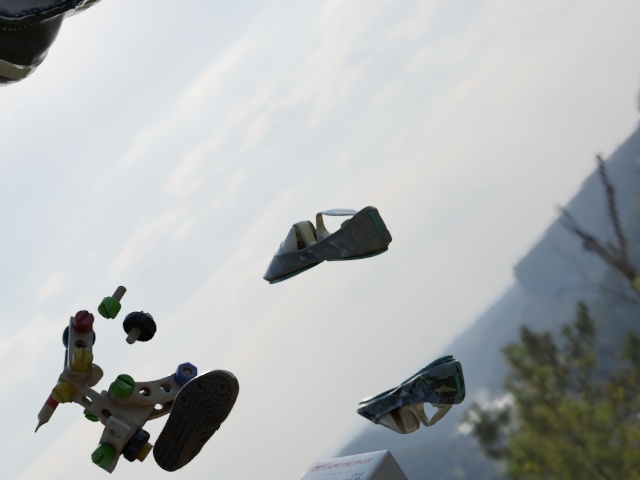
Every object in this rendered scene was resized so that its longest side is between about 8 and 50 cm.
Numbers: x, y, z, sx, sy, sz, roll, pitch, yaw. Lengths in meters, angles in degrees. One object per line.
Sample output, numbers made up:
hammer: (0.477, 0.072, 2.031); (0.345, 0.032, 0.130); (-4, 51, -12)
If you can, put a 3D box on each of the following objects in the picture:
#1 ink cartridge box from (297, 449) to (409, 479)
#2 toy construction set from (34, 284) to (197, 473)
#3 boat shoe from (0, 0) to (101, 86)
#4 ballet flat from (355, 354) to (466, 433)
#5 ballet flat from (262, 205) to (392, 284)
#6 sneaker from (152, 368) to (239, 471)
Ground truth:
ink cartridge box: (0.010, 0.384, 1.881); (0.154, 0.093, 0.212); (-16, 21, 43)
toy construction set: (-0.386, 0.279, 2.405); (0.309, 0.257, 0.237); (-28, 25, 41)
boat shoe: (-0.274, -0.273, 1.305); (0.156, 0.187, 0.500); (-47, 7, 21)
ballet flat: (0.103, 0.190, 1.635); (0.070, 0.070, 0.188); (-37, -1, -36)
ballet flat: (0.000, 0.000, 1.692); (0.213, 0.068, 0.072); (-16, 8, 47)
sneaker: (-0.151, 0.216, 1.794); (0.188, 0.066, 0.071); (-50, -8, 34)
